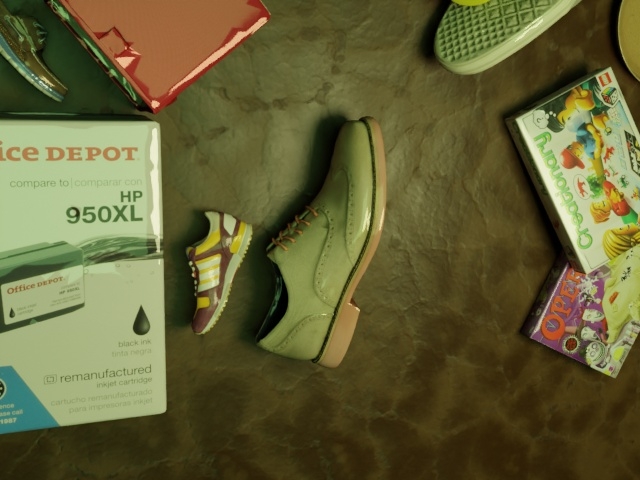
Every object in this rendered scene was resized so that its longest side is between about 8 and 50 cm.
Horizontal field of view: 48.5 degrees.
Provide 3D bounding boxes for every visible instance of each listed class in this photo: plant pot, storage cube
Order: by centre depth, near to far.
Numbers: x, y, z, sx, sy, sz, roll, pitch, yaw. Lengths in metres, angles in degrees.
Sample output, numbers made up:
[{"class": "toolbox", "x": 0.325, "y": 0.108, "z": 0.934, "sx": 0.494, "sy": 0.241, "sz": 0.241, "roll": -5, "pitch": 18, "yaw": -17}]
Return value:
[{"class": "storage cube", "x": -0.213, "y": -0.297, "z": 0.908, "sx": 0.193, "sy": 0.184, "sz": 0.215, "roll": -41, "pitch": 112, "yaw": -8}, {"class": "plant pot", "x": 0.621, "y": -0.391, "z": 1.281, "sx": 0.237, "sy": 0.032, "sz": 0.236, "roll": -5, "pitch": 104, "yaw": -20}]

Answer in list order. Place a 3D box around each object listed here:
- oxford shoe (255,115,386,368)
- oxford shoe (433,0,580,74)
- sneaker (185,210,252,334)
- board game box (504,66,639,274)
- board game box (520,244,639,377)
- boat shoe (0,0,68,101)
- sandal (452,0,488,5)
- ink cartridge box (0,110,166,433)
[{"class": "oxford shoe", "x": 0.000, "y": 0.000, "z": 1.080, "sx": 0.147, "sy": 0.140, "sz": 0.396, "roll": 11, "pitch": 96, "yaw": -15}, {"class": "oxford shoe", "x": 0.364, "y": -0.414, "z": 1.126, "sx": 0.449, "sy": 0.169, "sz": 0.130, "roll": -46, "pitch": 148, "yaw": -4}, {"class": "sneaker", "x": -0.171, "y": 0.047, "z": 1.067, "sx": 0.084, "sy": 0.069, "sz": 0.185, "roll": 22, "pitch": 87, "yaw": -14}, {"class": "board game box", "x": 0.471, "y": -0.119, "z": 1.237, "sx": 0.193, "sy": 0.053, "sz": 0.305, "roll": -29, "pitch": 100, "yaw": -5}, {"class": "board game box", "x": 0.539, "y": 0.062, "z": 1.328, "sx": 0.208, "sy": 0.056, "sz": 0.346, "roll": 25, "pitch": 92, "yaw": -11}, {"class": "boat shoe", "x": -0.388, "y": -0.261, "z": 0.914, "sx": 0.066, "sy": 0.066, "sz": 0.183, "roll": -45, "pitch": 113, "yaw": -8}, {"class": "sandal", "x": 0.164, "y": -0.501, "z": 1.054, "sx": 0.317, "sy": 0.126, "sz": 0.138, "roll": 46, "pitch": 56, "yaw": -19}, {"class": "ink cartridge box", "x": -0.358, "y": 0.032, "z": 0.934, "sx": 0.286, "sy": 0.166, "sz": 0.394, "roll": -3, "pitch": 102, "yaw": -20}]
